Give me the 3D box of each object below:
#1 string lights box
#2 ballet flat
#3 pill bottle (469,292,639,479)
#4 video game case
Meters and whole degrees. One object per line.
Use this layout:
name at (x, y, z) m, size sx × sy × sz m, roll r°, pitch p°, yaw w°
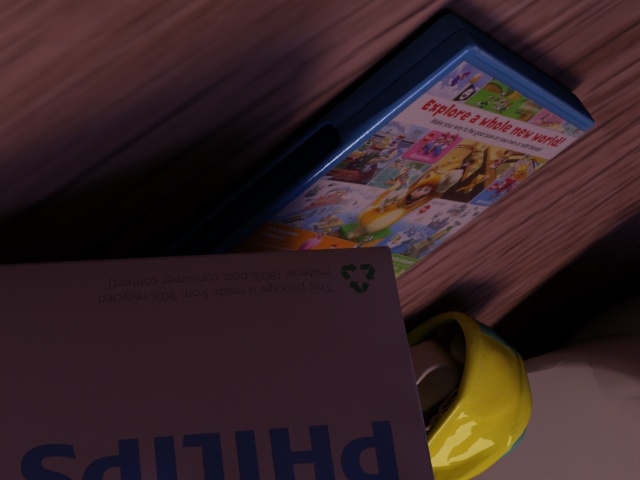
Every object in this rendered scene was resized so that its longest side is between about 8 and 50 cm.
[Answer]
string lights box at (-0.061, 0.097, 0.470) m, size 0.133 × 0.077 × 0.260 m, roll -2°, pitch 152°, yaw -12°
ballet flat at (-0.017, 0.104, 0.644) m, size 0.231 × 0.077 × 0.077 m, roll -34°, pitch 139°, yaw -3°
pill bottle at (0.245, 0.123, 0.838) m, size 0.392 × 0.224 × 0.224 m, roll -8°, pitch 149°, yaw -49°
video game case at (0.000, 0.000, 0.486) m, size 0.166 × 0.015 × 0.119 m, roll -38°, pitch 159°, yaw 17°
